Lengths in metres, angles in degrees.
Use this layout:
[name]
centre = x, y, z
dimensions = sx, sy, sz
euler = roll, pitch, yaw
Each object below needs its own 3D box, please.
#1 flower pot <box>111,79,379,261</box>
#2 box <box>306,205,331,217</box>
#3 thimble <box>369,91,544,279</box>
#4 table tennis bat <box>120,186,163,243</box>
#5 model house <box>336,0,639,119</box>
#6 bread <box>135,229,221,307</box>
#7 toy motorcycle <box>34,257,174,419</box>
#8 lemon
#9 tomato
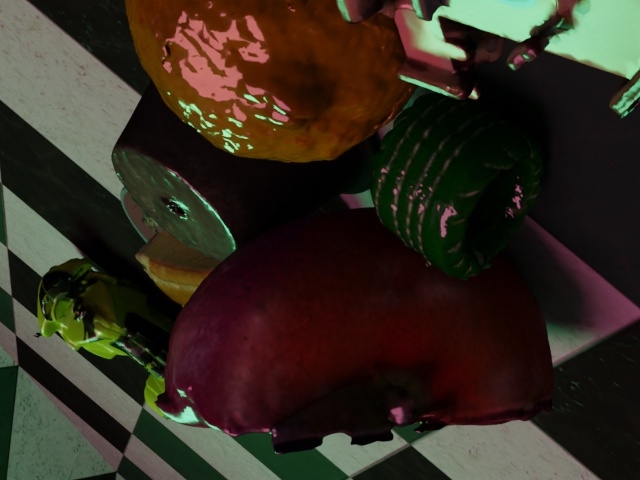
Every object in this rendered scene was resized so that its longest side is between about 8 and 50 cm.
[flower pot]
centre = -0.081, -0.078, 1.128
dimensions = 0.235, 0.148, 0.235
euler = 33, 158, 15
[box]
centre = 0.000, 0.000, 1.280
dimensions = 0.126, 0.031, 0.091
euler = 42, 163, -31
[thimble]
centre = 0.097, -0.040, 0.937
dimensions = 0.090, 0.118, 0.130
euler = 35, 139, 25
[table tennis bat]
centre = -0.172, 0.017, 1.646
dimensions = 0.153, 0.040, 0.244
euler = 22, 148, 39
[model house]
centre = 0.110, -0.173, 0.571
dimensions = 0.244, 0.169, 0.326
euler = 24, 153, 33
[bread]
centre = -0.060, 0.077, 1.454
dimensions = 0.246, 0.111, 0.239
euler = 10, 143, 55
[toy motorcycle]
centre = -0.285, 0.126, 1.920
dimensions = 0.342, 0.142, 0.206
euler = 33, -164, 19
[lemon]
centre = -0.022, -0.151, 0.797
dimensions = 0.192, 0.192, 0.231
euler = 65, -170, -48
[tomato]
centre = 0.020, 0.062, 1.087
dimensions = 0.289, 0.335, 0.176
euler = 175, 92, -71
